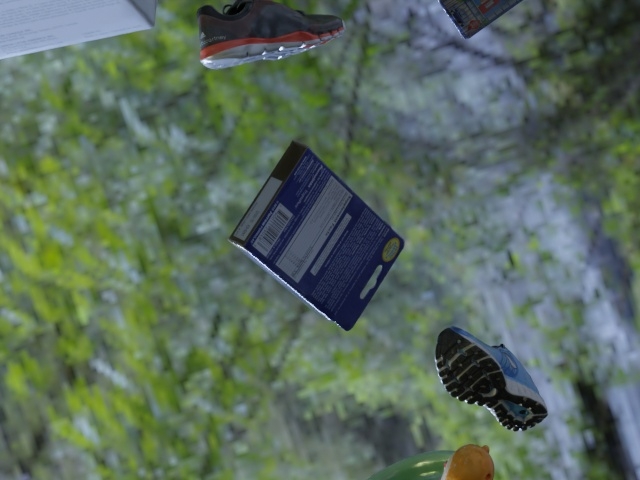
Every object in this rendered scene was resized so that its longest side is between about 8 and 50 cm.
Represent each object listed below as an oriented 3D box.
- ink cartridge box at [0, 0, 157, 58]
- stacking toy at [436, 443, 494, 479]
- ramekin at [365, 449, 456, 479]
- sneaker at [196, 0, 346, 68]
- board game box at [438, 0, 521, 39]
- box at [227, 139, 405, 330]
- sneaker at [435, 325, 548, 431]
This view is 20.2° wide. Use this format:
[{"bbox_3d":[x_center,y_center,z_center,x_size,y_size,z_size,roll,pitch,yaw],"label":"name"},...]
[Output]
[{"bbox_3d":[-0.404,-0.343,2.062,0.308,0.091,0.385,-8,152,19],"label":"ink cartridge box"},{"bbox_3d":[0.138,0.286,1.682,0.166,0.302,0.175,27,-122,28],"label":"stacking toy"},{"bbox_3d":[0.125,0.426,2.282,0.303,0.148,0.303,-31,-156,16],"label":"ramekin"},{"bbox_3d":[-0.042,-0.194,1.582,0.158,0.065,0.061,-15,179,-42],"label":"sneaker"},{"bbox_3d":[0.174,-0.288,1.471,0.194,0.194,0.060,-24,141,16],"label":"board game box"},{"bbox_3d":[0.000,0.000,2.070,0.036,0.225,0.136,23,-103,44],"label":"box"},{"bbox_3d":[0.173,0.137,1.896,0.063,0.162,0.073,-34,-143,20],"label":"sneaker"}]
